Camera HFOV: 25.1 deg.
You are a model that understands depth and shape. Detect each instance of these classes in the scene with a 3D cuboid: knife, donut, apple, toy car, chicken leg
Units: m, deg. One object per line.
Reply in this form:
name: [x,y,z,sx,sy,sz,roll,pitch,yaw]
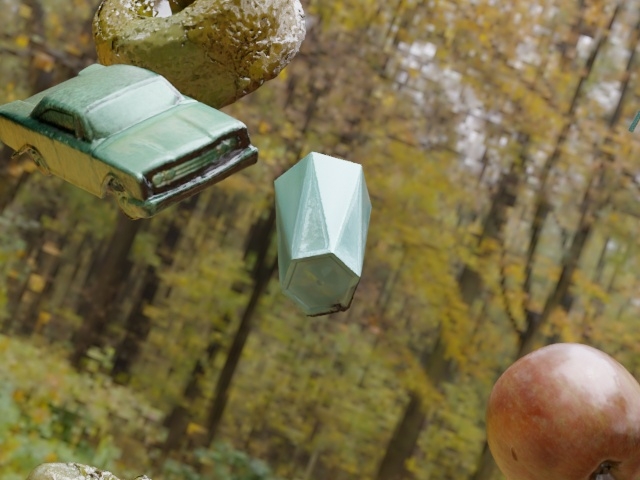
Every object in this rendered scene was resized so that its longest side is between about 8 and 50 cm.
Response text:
knife: [0.463,-0.195,2.053,0.005,0.091,0.014,13,27,-26]
donut: [-0.148,-0.262,1.649,0.272,0.272,0.107,14,-35,39]
apple: [0.288,0.216,1.650,0.188,0.188,0.174,27,18,-36]
toy car: [-0.202,-0.109,1.398,0.321,0.141,0.097,24,-44,51]
chicken leg: [-0.170,0.226,1.228,0.178,0.070,0.093,2,10,24]

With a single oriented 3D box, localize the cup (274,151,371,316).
cup: [0.000,0.000,2.011,0.134,0.235,0.148,-12,-56,11]
